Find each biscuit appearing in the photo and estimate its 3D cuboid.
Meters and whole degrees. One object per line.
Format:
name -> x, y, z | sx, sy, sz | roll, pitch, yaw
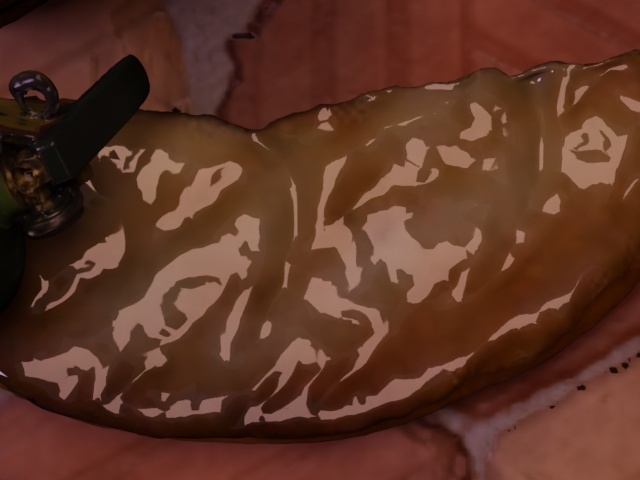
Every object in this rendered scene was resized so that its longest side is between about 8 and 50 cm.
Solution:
biscuit -> 0.002, 0.004, 0.708 | 0.299, 0.045, 0.154 | -5, 73, 1

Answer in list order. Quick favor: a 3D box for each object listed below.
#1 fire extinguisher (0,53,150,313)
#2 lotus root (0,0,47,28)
fire extinguisher -> -0.209, 0.013, 0.662 | 0.311, 0.114, 0.095 | -22, 111, 11
lotus root -> -0.182, -0.218, 0.695 | 0.250, 0.316, 0.316 | -41, 75, 10
